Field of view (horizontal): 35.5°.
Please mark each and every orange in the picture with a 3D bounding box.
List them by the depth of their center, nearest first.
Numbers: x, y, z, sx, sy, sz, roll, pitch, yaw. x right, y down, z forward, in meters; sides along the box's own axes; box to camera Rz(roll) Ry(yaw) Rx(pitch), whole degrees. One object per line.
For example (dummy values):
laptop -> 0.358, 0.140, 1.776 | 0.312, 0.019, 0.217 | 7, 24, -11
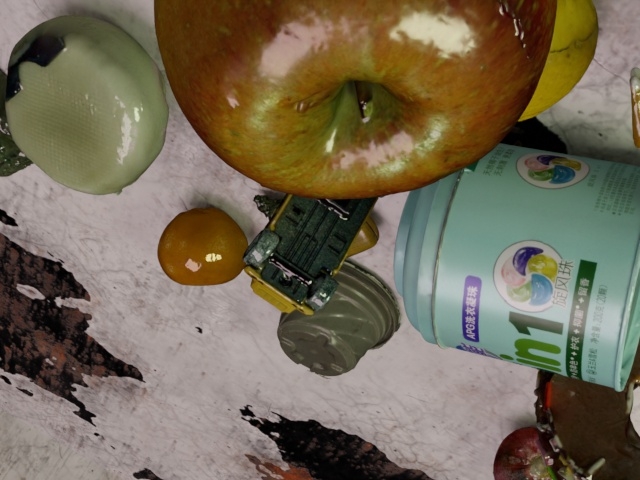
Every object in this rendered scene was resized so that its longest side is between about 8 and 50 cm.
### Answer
orange -> -0.205, 0.011, 1.740 | 0.159, 0.159, 0.136 | -3, 93, 37

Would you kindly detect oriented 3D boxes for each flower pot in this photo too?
flower pot -> 0.012, 0.146, 1.756 | 0.235, 0.140, 0.235 | 20, 146, 14

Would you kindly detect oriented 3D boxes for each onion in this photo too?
onion -> 0.390, 0.424, 1.842 | 0.159, 0.159, 0.195 | 25, 167, 6

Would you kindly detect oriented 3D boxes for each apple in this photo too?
apple -> 0.034, -0.230, 0.967 | 0.384, 0.374, 0.374 | -15, 129, 16

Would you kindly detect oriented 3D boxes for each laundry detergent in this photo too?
laundry detergent -> 0.267, 0.021, 1.297 | 0.305, 0.287, 0.287 | 12, 141, 22

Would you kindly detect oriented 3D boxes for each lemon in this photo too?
lemon -> 0.216, -0.223, 1.125 | 0.181, 0.180, 0.193 | 29, 117, 0

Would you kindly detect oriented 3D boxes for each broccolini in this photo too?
broccolini -> -0.038, -0.058, 1.563 | 0.071, 0.057, 0.254 | 4, 172, -22

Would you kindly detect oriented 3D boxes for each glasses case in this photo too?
glasses case -> 0.000, 0.000, 1.645 | 0.234, 0.064, 0.079 | -15, 122, 45

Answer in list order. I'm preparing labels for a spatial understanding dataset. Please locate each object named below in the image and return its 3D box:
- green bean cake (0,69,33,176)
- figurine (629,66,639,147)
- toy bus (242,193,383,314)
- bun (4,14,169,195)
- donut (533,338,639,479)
green bean cake -> -0.579, -0.205, 1.777 | 0.185, 0.094, 0.183 | 42, 142, -25
figurine -> 0.514, -0.119, 0.998 | 0.387, 0.268, 0.401 | -7, 167, 19
toy bus -> 0.006, -0.048, 1.352 | 0.121, 0.335, 0.123 | 35, 149, -9
bun -> -0.339, -0.215, 1.536 | 0.283, 0.179, 0.283 | 14, 121, 24
donut -> 0.427, 0.250, 1.414 | 0.259, 0.345, 0.136 | 12, 150, 9
